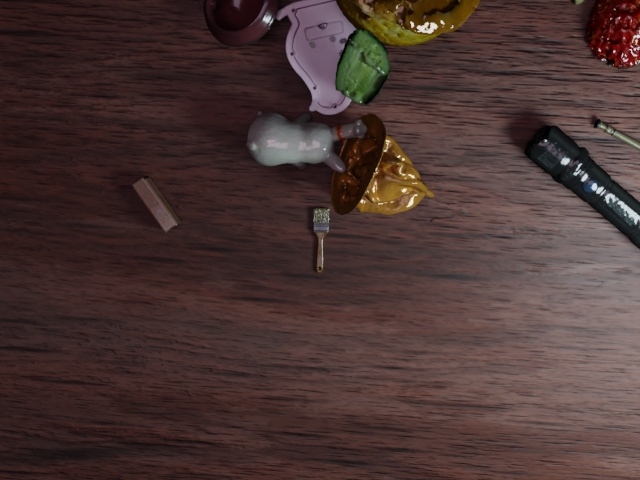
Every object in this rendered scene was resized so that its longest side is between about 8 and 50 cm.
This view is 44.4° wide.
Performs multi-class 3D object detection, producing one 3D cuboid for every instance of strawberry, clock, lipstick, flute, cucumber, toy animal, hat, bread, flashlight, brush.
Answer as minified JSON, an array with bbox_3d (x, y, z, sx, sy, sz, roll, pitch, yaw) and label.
[{"bbox_3d":[0.712,-0.515,1.796,0.190,0.111,0.236,-6,98,7],"label":"strawberry"},{"bbox_3d":[0.067,-0.453,1.865,0.290,0.080,0.275,-14,99,7],"label":"clock"},{"bbox_3d":[-0.413,-0.092,1.973,0.045,0.045,0.145,-34,96,7],"label":"lipstick"},{"bbox_3d":[0.764,-0.227,1.883,0.233,0.027,0.027,28,100,-1],"label":"flute"},{"bbox_3d":[0.098,-0.386,1.746,0.115,0.193,0.085,23,59,-2],"label":"cucumber"},{"bbox_3d":[-0.032,-0.234,1.880,0.283,0.138,0.140,2,102,1],"label":"toy animal"},{"bbox_3d":[-0.180,-0.555,1.852,0.206,0.089,0.205,-1,88,22],"label":"hat"},{"bbox_3d":[0.186,-0.593,1.722,0.337,0.204,0.358,17,71,-6],"label":"bread"},{"bbox_3d":[0.671,-0.112,1.876,0.424,0.103,0.103,40,100,-4],"label":"flashlight"},{"bbox_3d":[0.179,-0.151,1.890,0.233,0.244,0.233,19,131,-26],"label":"hat"},{"bbox_3d":[0.000,0.000,1.979,0.043,0.014,0.169,2,101,2],"label":"brush"}]

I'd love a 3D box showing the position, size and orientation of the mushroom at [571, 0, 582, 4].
[{"bbox_3d":[0.545,-0.703,1.739,0.292,0.212,0.217,42,108,3],"label":"mushroom"}]
